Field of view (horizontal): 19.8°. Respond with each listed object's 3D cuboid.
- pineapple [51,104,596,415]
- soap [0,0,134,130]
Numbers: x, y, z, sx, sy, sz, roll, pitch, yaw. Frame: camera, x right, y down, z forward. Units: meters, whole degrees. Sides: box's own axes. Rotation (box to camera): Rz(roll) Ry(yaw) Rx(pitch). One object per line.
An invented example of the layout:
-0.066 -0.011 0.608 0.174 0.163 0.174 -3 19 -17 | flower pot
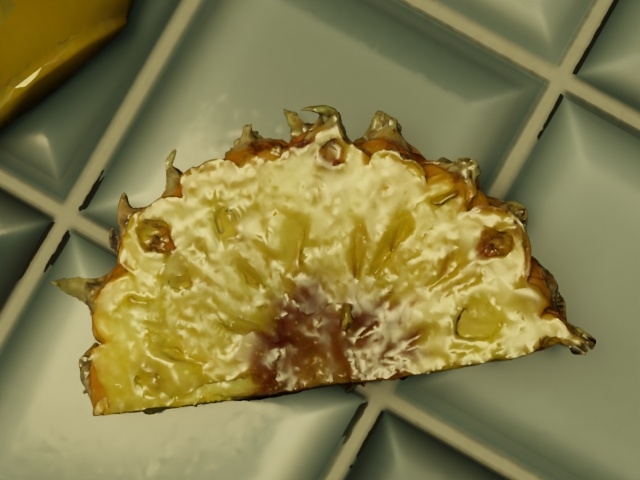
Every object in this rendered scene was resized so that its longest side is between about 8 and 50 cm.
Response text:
0.000 0.000 0.803 0.233 0.079 0.135 -6 83 2 | pineapple
-0.130 -0.167 0.843 0.339 0.304 0.169 -32 75 -39 | soap
